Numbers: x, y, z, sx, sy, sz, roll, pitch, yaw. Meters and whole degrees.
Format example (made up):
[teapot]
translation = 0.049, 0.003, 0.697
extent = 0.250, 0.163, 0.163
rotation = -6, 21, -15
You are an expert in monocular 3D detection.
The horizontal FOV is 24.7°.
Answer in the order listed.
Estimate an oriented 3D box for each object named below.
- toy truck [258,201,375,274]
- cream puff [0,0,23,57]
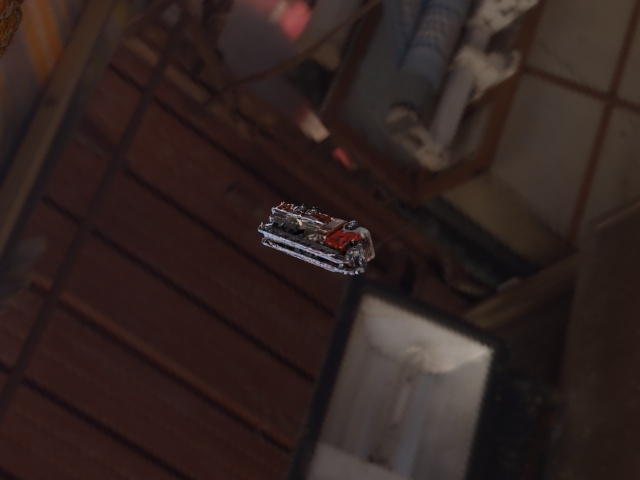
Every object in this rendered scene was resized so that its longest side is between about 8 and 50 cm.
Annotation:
[toy truck]
translation = 0.000, 0.000, 0.808
extent = 0.032, 0.083, 0.024
rotation = -31, -57, -32
[cream puff]
translation = -0.352, -0.245, 1.112
extent = 0.343, 0.231, 0.327
rotation = 61, -160, -63
